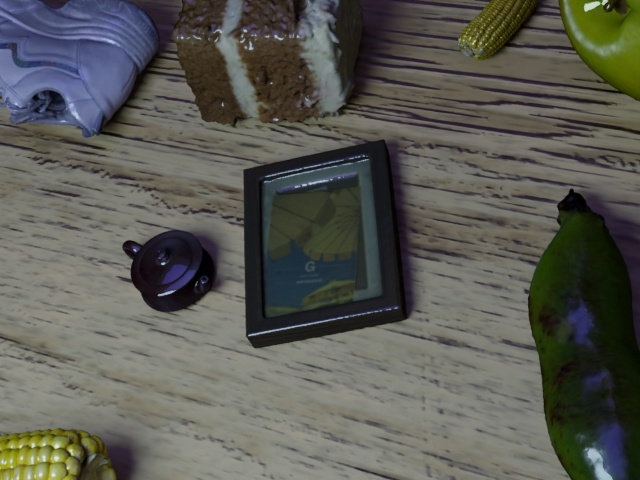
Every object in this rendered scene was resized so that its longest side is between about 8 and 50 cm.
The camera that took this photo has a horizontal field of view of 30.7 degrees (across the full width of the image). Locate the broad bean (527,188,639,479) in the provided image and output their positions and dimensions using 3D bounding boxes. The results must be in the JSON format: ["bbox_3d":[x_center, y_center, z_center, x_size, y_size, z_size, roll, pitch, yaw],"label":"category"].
[{"bbox_3d":[0.190,0.090,0.808,0.077,0.061,0.339,-5,56,3],"label":"broad bean"}]

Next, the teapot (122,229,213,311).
[{"bbox_3d":[-0.129,0.021,0.978,0.100,0.045,0.068,23,66,29],"label":"teapot"}]

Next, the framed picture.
[{"bbox_3d":[0.000,0.000,0.960,0.128,0.023,0.168,-12,55,12],"label":"framed picture"}]

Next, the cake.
[{"bbox_3d":[-0.040,-0.187,1.038,0.147,0.134,0.135,3,58,11],"label":"cake"}]

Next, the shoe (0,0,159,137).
[{"bbox_3d":[-0.286,-0.169,1.131,0.245,0.095,0.137,8,58,17],"label":"shoe"}]

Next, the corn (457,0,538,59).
[{"bbox_3d":[0.158,-0.195,1.027,0.037,0.037,0.092,30,71,33],"label":"corn"}]

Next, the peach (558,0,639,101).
[{"bbox_3d":[0.299,-0.206,0.873,0.231,0.231,0.231,-9,55,14],"label":"peach"}]

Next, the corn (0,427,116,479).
[{"bbox_3d":[-0.273,0.197,0.882,0.244,0.093,0.093,-10,55,18],"label":"corn"}]
